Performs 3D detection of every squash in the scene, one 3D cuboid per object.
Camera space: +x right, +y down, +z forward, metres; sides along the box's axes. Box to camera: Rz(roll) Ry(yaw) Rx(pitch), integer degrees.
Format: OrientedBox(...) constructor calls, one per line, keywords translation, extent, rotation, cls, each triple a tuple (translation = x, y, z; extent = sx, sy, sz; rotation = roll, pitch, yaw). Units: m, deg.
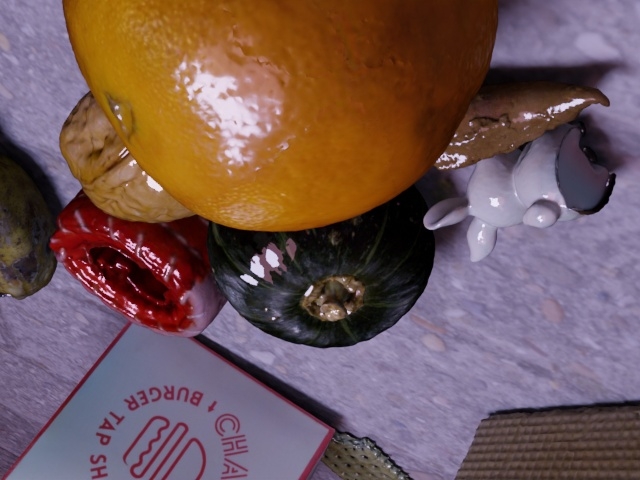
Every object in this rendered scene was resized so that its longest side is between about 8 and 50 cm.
OrientedBox(translation=(0.000, 0.004, 0.786), extent=(0.156, 0.193, 0.193), rotation=(53, 162, 35), cls="squash")

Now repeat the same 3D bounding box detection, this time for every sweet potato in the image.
OrientedBox(translation=(0.109, -0.085, 0.674), extent=(0.206, 0.068, 0.060), rotation=(-9, 155, 38), cls="sweet potato")

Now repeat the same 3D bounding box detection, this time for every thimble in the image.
OrientedBox(translation=(-0.166, 0.001, 0.959), extent=(0.190, 0.125, 0.163), rotation=(30, 145, 3), cls="thimble")

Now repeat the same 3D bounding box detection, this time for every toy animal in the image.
OrientedBox(translation=(0.149, -0.036, 0.699), extent=(0.071, 0.085, 0.124), rotation=(31, 158, -32), cls="toy animal")

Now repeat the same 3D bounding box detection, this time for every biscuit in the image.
OrientedBox(translation=(0.060, 0.316, 1.295), extent=(0.144, 0.016, 0.203), rotation=(-13, 127, 49), cls="biscuit")
OrientedBox(translation=(0.299, 0.220, 0.852), extent=(0.078, 0.144, 0.426), rotation=(46, 144, -20), cls="biscuit")

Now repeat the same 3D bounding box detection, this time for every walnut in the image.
OrientedBox(translation=(-0.140, -0.086, 0.809), extent=(0.144, 0.144, 0.180), rotation=(43, 140, -17), cls="walnut")

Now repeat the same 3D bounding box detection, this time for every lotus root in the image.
OrientedBox(translation=(-0.395, -0.034, 1.088), extent=(0.154, 0.154, 0.278), rotation=(19, 146, 19), cls="lotus root")

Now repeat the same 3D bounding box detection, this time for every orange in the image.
OrientedBox(translation=(-0.028, -0.134, 0.563), extent=(0.261, 0.261, 0.261), rotation=(22, 146, 15), cls="orange")

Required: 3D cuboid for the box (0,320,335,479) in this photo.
OrientedBox(translation=(-0.209, 0.336, 1.256), extent=(0.312, 0.314, 0.300), rotation=(32, 150, 6), cls="box")
